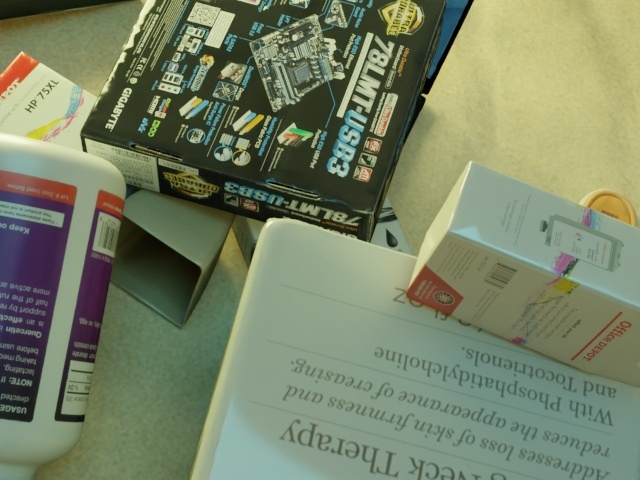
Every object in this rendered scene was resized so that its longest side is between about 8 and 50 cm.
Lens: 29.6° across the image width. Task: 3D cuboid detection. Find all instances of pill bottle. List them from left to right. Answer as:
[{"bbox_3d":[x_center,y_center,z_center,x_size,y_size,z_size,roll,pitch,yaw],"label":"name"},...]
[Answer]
[{"bbox_3d":[-0.286,0.075,1.069,0.181,0.181,0.323,11,83,-6],"label":"pill bottle"}]

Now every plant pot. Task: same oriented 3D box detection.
[{"bbox_3d":[-0.146,0.000,1.213,0.109,0.109,0.096,34,50,6],"label":"plant pot"}]

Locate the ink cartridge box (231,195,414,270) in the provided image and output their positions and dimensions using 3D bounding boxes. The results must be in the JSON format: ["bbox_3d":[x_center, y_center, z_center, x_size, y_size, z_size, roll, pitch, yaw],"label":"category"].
[{"bbox_3d":[0.000,0.000,1.235,0.148,0.086,0.203,-20,75,-14],"label":"ink cartridge box"}]

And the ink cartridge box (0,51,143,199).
[{"bbox_3d":[-0.289,-0.096,1.241,0.231,0.078,0.134,31,62,5],"label":"ink cartridge box"}]

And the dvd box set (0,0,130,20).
[{"bbox_3d":[-0.409,-0.430,1.367,0.307,0.062,0.420,-16,68,-30],"label":"dvd box set"}]

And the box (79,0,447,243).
[{"bbox_3d":[-0.049,-0.159,1.217,0.293,0.073,0.295,16,58,5],"label":"box"}]

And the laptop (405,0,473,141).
[{"bbox_3d":[0.015,-0.213,1.330,0.234,0.136,0.264,26,61,3],"label":"laptop"}]

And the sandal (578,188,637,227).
[{"bbox_3d":[0.292,0.041,1.293,0.102,0.076,0.265,19,62,-1],"label":"sandal"}]

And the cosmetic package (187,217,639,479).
[{"bbox_3d":[0.044,0.256,0.993,0.329,0.327,0.394,15,63,-4],"label":"cosmetic package"}]

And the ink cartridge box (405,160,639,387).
[{"bbox_3d":[0.175,0.030,0.882,0.198,0.115,0.067,23,61,-1],"label":"ink cartridge box"}]
